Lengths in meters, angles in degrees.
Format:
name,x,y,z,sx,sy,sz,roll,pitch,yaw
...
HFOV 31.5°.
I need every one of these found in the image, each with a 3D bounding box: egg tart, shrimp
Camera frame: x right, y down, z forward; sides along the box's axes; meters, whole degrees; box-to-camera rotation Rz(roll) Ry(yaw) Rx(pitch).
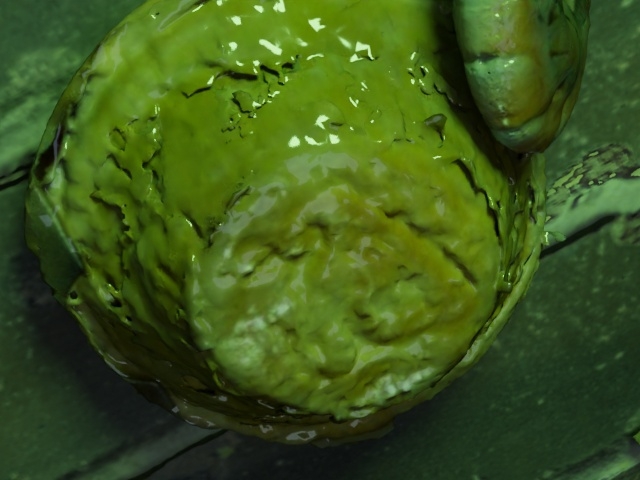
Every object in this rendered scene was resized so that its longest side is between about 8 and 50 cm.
name,x,y,z,sx,sy,sz,roll,pitch,yaw
egg tart,-0.001,-0.001,0.666,0.342,0.132,0.341,-8,120,-14
shrimp,0.122,-0.175,0.623,0.145,0.059,0.254,-11,100,-53

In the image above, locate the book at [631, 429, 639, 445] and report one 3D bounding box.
name,x,y,z,sx,sy,sz,roll,pitch,yaw
book,0.365,0.118,0.937,0.138,0.016,0.198,30,105,-32
